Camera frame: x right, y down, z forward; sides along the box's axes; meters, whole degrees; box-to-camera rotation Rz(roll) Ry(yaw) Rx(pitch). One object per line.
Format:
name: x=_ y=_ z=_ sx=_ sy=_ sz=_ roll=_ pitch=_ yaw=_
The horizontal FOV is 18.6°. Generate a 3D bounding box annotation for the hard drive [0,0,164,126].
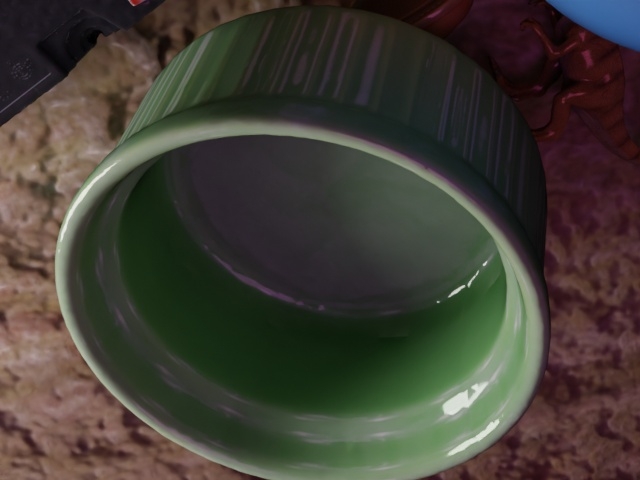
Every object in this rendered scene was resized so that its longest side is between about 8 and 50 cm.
hard drive: x=-0.276 y=-0.212 z=1.167 sx=0.237 sy=0.064 sz=0.339 roll=-36 pitch=122 yaw=18

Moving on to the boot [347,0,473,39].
boot: x=0.062 y=-0.088 z=1.288 sx=0.197 sy=0.073 sz=0.152 roll=-34 pitch=122 yaw=32

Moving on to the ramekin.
ramekin: x=0.000 y=0.000 z=1.224 sx=0.303 sy=0.148 sz=0.303 roll=7 pitch=132 yaw=8

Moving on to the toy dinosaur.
toy dinosaur: x=0.177 y=-0.098 z=1.295 sx=0.112 sy=0.064 sz=0.211 roll=-18 pitch=126 yaw=6

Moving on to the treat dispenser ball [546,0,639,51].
treat dispenser ball: x=0.217 y=-0.240 z=1.058 sx=0.288 sy=0.288 sz=0.288 roll=-3 pitch=126 yaw=-4

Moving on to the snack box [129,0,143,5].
snack box: x=-0.034 y=-0.240 z=1.102 sx=0.207 sy=0.174 sz=0.070 roll=-27 pitch=123 yaw=14
